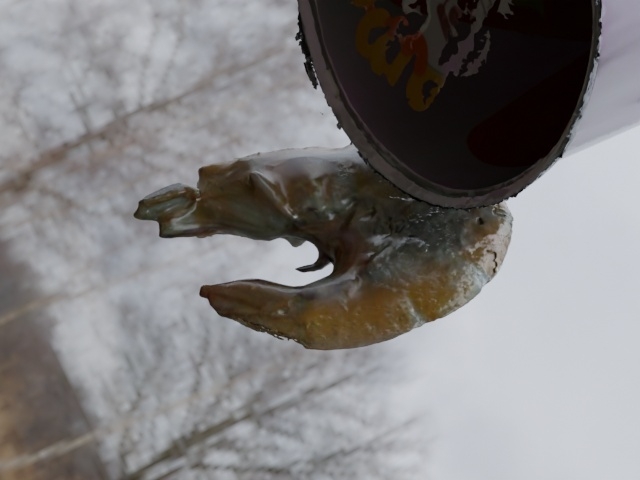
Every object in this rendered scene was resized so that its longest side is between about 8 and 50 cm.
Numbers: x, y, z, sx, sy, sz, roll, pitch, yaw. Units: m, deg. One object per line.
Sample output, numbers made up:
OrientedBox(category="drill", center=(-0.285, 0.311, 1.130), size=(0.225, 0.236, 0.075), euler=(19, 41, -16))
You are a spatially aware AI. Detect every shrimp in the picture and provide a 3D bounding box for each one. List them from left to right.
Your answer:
OrientedBox(category="shrimp", center=(0.000, -0.004, 0.835), size=(0.132, 0.187, 0.052), euler=(-73, 159, -51))

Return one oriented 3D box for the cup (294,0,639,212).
OrientedBox(category="cup", center=(0.154, -0.141, 0.830), size=(0.203, 0.288, 0.203), euler=(24, -58, 46))
